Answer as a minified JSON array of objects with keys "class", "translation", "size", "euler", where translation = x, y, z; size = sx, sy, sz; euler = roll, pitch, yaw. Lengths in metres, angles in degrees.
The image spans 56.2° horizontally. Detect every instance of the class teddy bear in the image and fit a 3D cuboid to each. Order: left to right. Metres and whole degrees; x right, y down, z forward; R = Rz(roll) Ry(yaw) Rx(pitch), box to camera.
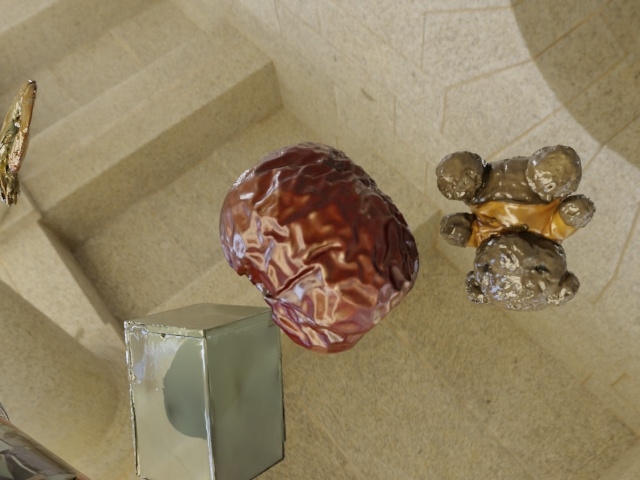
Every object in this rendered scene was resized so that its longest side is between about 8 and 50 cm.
[{"class":"teddy bear","translation":[0.232,-0.011,0.709],"size":[0.177,0.140,0.190],"euler":[-4,-102,31]}]

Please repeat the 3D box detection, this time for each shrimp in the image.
[{"class":"shrimp","translation":[-0.541,-0.177,1.077],"size":[0.133,0.053,0.236],"euler":[9,-94,44]}]

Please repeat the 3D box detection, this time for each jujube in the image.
[{"class":"jujube","translation":[0.000,0.000,0.694],"size":[0.213,0.213,0.232],"euler":[-41,-103,-15]}]

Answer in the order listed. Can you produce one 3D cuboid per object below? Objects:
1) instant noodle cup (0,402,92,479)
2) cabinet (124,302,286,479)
[{"class":"instant noodle cup","translation":[-0.308,0.287,0.560],"size":[0.254,0.244,0.244],"euler":[15,-116,24]},{"class":"cabinet","translation":[-0.145,0.198,0.787],"size":[0.145,0.150,0.206],"euler":[-1,-86,33]}]
